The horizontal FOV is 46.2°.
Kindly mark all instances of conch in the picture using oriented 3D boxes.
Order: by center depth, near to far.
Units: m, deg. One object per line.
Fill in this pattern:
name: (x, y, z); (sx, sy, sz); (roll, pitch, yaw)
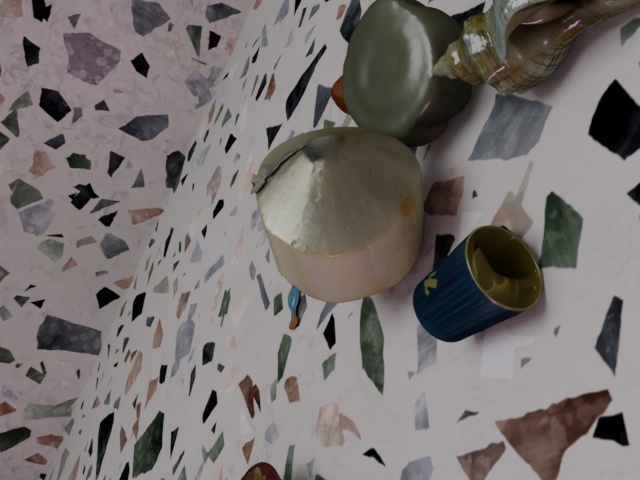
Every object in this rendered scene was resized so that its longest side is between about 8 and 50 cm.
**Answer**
conch: (0.317, -0.340, 1.108); (0.386, 0.203, 0.170); (-36, 64, 38)

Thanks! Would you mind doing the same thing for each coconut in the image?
coconut: (0.034, -0.053, 1.307); (0.323, 0.323, 0.323); (-43, 37, 45)

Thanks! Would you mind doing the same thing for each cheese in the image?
cheese: (-0.062, 0.150, 1.713); (0.047, 0.017, 0.111); (-46, 35, 47)

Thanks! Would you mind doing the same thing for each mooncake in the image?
mooncake: (0.157, -0.308, 1.381); (0.275, 0.135, 0.275); (9, 103, 48)

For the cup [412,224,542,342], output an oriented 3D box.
cup: (0.228, 0.058, 1.099); (0.155, 0.131, 0.176); (-46, 6, 48)

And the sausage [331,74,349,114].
sausage: (0.140, -0.359, 1.574); (0.348, 0.097, 0.094); (-28, 60, 53)

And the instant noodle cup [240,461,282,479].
instant noodle cup: (-0.093, 0.562, 1.404); (0.274, 0.090, 0.274); (-44, 36, 45)
